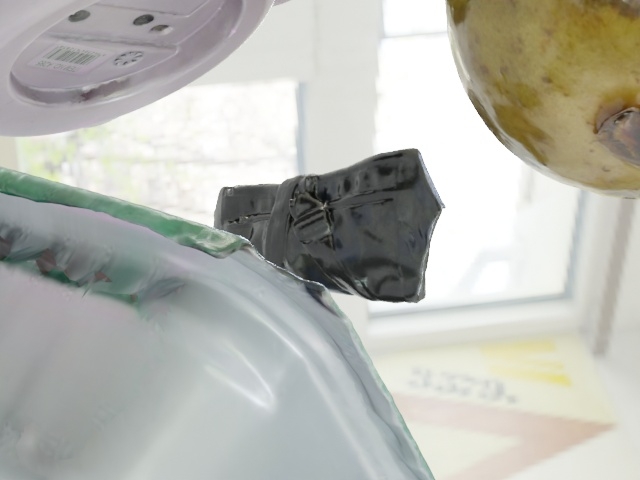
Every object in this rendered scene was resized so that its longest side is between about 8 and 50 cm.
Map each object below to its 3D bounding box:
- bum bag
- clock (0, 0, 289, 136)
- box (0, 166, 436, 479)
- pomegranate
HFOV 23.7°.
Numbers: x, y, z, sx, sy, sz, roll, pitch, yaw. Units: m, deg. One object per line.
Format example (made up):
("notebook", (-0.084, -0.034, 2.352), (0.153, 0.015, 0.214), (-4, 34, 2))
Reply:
("bum bag", (0.000, 0.000, 1.405), (0.310, 0.074, 0.137), (-9, -89, 49))
("clock", (-0.177, -0.193, 1.204), (0.322, 0.295, 0.113), (-32, -109, 37))
("box", (-0.072, 0.113, 0.651), (0.264, 0.106, 0.336), (15, -32, 37))
("pomegranate", (0.211, -0.153, 0.908), (0.281, 0.281, 0.281), (173, -90, -81))
